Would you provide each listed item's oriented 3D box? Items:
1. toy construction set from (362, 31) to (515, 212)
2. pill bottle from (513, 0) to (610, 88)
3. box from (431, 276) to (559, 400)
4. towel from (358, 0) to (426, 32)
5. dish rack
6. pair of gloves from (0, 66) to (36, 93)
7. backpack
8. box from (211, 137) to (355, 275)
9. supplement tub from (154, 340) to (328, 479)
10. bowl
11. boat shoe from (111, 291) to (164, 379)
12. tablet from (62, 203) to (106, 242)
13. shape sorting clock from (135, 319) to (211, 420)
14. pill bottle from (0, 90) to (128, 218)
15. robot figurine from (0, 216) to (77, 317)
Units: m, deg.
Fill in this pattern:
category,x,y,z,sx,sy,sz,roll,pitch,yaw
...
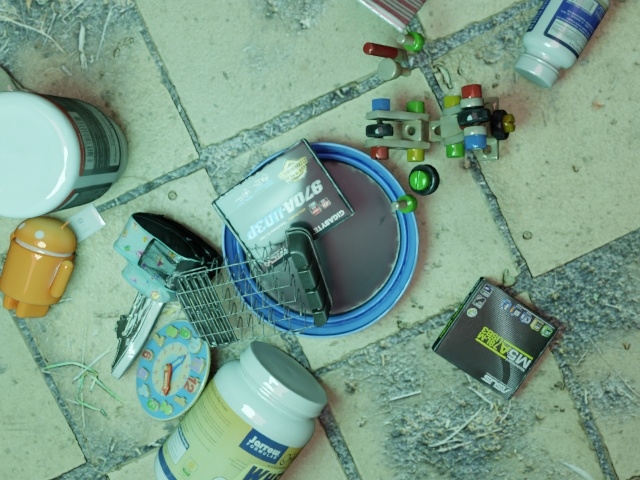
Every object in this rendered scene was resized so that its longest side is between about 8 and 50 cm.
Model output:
category,x,y,z,sx,sy,sz,roll,pitch,yaw
toy construction set,0.227,-0.248,1.474,0.257,0.237,0.309,-33,76,35
pill bottle,0.451,-0.391,1.459,0.112,0.112,0.186,31,98,-1
box,0.356,0.200,1.569,0.191,0.045,0.184,34,95,-1
towel,0.124,-0.467,1.439,0.144,0.197,0.029,34,135,-2
dish rack,-0.126,0.101,1.452,0.271,0.074,0.208,-13,123,8
pair of gloves,-0.718,-0.257,1.567,0.204,0.042,0.240,34,95,2
backpack,-0.312,0.031,1.519,0.188,0.166,0.144,42,105,15
box,-0.071,-0.065,1.476,0.220,0.051,0.175,-34,95,7
supplement tub,-0.154,0.380,1.523,0.228,0.228,0.316,37,97,-2
bowl,0.000,0.000,1.546,0.391,0.077,0.391,0,97,3
boat shoe,-0.386,0.180,1.590,0.070,0.078,0.219,28,89,-2
tablet,-0.494,-0.034,1.600,0.083,0.006,0.054,-32,94,5
shape sorting clock,-0.302,0.260,1.554,0.206,0.040,0.206,-13,65,29
pill bottle,-0.486,-0.159,1.405,0.210,0.363,0.210,0,97,2
robot figurine,-0.571,0.045,1.553,0.128,0.158,0.219,17,99,-22
